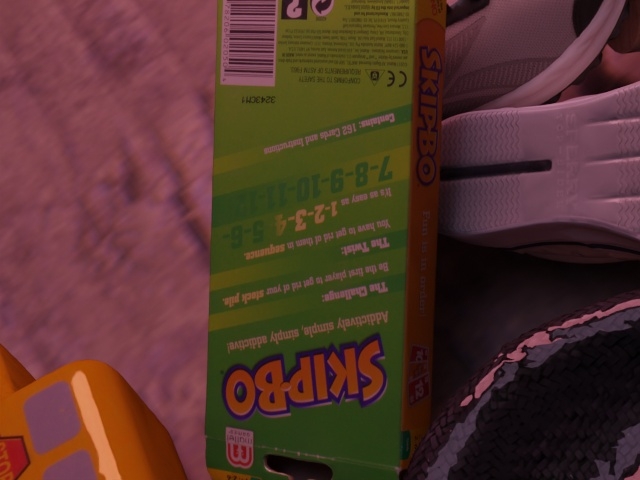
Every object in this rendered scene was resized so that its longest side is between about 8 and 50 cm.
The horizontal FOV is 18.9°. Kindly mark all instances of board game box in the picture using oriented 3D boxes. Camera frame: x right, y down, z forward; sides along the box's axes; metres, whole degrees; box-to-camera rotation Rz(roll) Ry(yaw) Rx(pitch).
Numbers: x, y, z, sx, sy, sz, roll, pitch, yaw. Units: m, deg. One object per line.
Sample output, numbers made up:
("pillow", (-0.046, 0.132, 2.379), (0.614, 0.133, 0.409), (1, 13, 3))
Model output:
("board game box", (0.000, 0.000, 0.953), (0.124, 0.039, 0.259), (5, 93, 37))

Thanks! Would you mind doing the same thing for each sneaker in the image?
("sneaker", (0.165, -0.033, 0.915), (0.258, 0.091, 0.094), (5, 89, 43))
("sneaker", (0.056, -0.106, 0.991), (0.271, 0.108, 0.100), (-40, 45, 25))

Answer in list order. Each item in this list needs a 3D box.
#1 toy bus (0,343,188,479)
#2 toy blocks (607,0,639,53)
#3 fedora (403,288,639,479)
("toy bus", (-0.116, 0.174, 0.915), (0.130, 0.108, 0.333), (-30, 46, 4))
("toy blocks", (0.255, -0.274, 1.031), (0.260, 0.309, 0.288), (-10, 55, -22))
("fedora", (0.138, 0.123, 0.789), (0.334, 0.152, 0.334), (-14, 50, 18))
